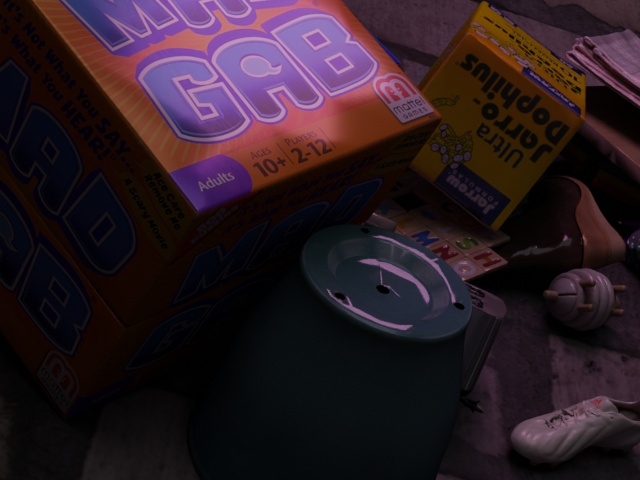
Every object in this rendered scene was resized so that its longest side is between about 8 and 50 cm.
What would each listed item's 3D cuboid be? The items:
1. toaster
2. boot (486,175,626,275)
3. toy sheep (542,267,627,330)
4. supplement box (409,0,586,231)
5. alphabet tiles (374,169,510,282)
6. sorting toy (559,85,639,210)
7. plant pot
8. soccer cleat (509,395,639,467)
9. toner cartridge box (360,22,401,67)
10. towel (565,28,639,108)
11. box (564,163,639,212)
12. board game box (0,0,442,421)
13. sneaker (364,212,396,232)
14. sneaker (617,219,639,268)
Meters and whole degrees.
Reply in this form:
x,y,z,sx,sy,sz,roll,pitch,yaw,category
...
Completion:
x,y,z,sx,sy,sz,roll,pitch,yaw,category
0.127,0.099,1.784,0.185,0.110,0.168,25,9,5,toaster
0.282,-0.023,2.129,0.206,0.090,0.248,-4,24,-17,boot
0.342,0.076,2.013,0.132,0.091,0.091,15,30,-35,toy sheep
0.234,-0.183,2.133,0.194,0.195,0.356,36,19,-2,supplement box
0.124,-0.012,2.019,0.198,0.009,0.237,-20,42,-32,alphabet tiles
0.491,-0.131,2.355,0.257,0.089,0.255,-6,41,-42,sorting toy
0.030,0.134,1.577,0.271,0.255,0.272,16,32,-10,plant pot
0.304,0.214,1.793,0.196,0.076,0.068,-2,39,-33,soccer cleat
-0.072,-0.252,2.228,0.347,0.075,0.165,-12,46,-33,toner cartridge box
0.551,-0.219,2.365,0.317,0.053,0.332,38,21,14,towel
0.454,-0.098,2.398,0.137,0.027,0.094,26,31,5,box
-0.173,-0.100,1.613,0.356,0.356,0.356,-24,69,-43,board game box
0.000,0.000,1.931,0.083,0.118,0.222,24,0,-29,sneaker
0.471,0.037,2.184,0.098,0.083,0.224,1,27,6,sneaker
